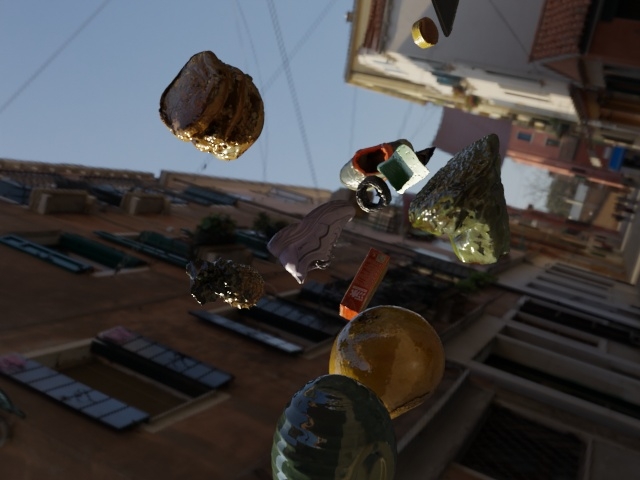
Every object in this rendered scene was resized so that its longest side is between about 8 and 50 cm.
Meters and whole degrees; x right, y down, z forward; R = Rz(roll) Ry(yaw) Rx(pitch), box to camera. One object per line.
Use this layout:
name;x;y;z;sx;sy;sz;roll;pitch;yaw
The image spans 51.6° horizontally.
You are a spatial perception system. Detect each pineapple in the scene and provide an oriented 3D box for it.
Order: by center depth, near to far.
pineapple;-0.229;0.100;1.587;0.111;0.119;0.237;-53;-30;7

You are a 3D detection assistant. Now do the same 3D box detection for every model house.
model house;0.260;-0.224;1.905;0.088;0.117;0.167;-41;-1;-32

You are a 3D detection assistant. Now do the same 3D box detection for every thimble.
thimble;0.155;-0.135;1.943;0.095;0.104;0.066;-41;1;27

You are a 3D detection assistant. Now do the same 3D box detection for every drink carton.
drink carton;0.140;0.143;2.097;0.223;0.070;0.096;-59;-14;-23

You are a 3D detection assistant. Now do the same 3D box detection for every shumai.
shumai;0.401;-0.080;1.662;0.304;0.263;0.309;-43;7;20

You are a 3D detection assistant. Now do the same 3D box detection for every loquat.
loquat;0.147;0.274;1.467;0.263;0.262;0.263;-48;-33;-45

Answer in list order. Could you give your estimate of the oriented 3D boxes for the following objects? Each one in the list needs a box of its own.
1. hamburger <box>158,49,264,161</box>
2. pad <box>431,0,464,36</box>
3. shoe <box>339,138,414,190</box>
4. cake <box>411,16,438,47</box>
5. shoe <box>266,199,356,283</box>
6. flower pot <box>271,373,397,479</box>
hamburger;-0.266;-0.327;1.624;0.211;0.260;0.245;19;-111;-43
pad;0.311;-0.622;1.396;0.315;0.063;0.376;45;-124;-57
shoe;0.153;-0.251;2.267;0.170;0.336;0.133;-6;-99;-42
cake;0.295;-0.583;1.855;0.084;0.044;0.084;9;-103;-42
shoe;0.000;0.000;1.641;0.245;0.138;0.095;-31;-10;-15
flower pot;0.023;0.323;0.993;0.189;0.157;0.243;-15;-64;-39
